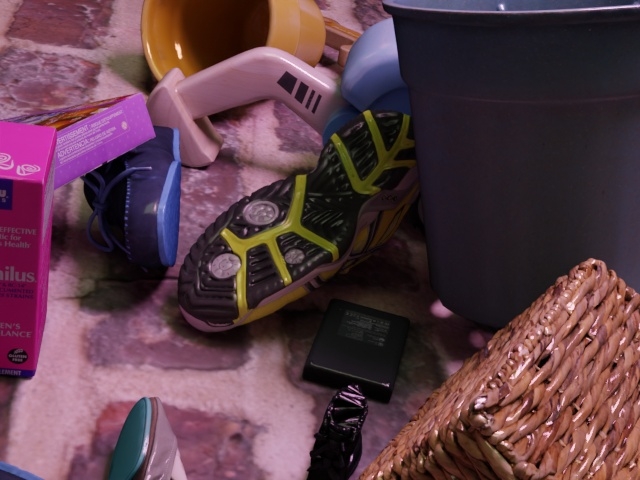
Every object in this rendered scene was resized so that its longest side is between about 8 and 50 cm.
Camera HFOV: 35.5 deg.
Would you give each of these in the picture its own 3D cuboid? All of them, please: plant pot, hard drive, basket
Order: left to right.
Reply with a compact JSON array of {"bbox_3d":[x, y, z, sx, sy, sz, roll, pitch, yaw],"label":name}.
[{"bbox_3d":[-0.117,-0.336,1.605,0.254,0.254,0.239,27,17,25],"label":"plant pot"},{"bbox_3d":[0.041,0.115,1.074,0.094,0.022,0.135,15,29,6],"label":"hard drive"},{"bbox_3d":[0.241,-0.100,1.078,0.341,0.334,0.341,-3,20,1],"label":"plant pot"},{"bbox_3d":[0.197,0.198,0.877,0.213,0.223,0.299,46,40,6],"label":"basket"}]

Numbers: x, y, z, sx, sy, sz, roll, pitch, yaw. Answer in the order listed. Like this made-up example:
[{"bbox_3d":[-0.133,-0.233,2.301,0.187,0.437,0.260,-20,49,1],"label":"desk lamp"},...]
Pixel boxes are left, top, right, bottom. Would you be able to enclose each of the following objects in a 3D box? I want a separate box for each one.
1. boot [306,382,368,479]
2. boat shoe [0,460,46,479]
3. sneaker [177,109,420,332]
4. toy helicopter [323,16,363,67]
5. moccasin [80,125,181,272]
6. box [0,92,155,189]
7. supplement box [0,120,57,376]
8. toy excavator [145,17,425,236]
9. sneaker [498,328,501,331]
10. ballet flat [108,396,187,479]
[{"bbox_3d":[0.018,0.171,0.891,0.045,0.099,0.121,18,30,8],"label":"boot"},{"bbox_3d":[-0.267,0.213,0.735,0.258,0.109,0.089,4,51,26],"label":"boat shoe"},{"bbox_3d":[0.000,0.000,1.160,0.145,0.147,0.384,34,55,30],"label":"sneaker"},{"bbox_3d":[0.101,-0.341,1.780,0.235,0.140,0.355,-16,37,-43],"label":"toy helicopter"},{"bbox_3d":[-0.225,-0.049,1.185,0.117,0.138,0.342,2,17,-9],"label":"moccasin"},{"bbox_3d":[-0.360,-0.092,1.119,0.293,0.057,0.201,-5,21,31],"label":"box"},{"bbox_3d":[-0.312,0.007,0.932,0.111,0.220,0.114,5,30,-11],"label":"supplement box"},{"bbox_3d":[0.044,-0.188,1.364,0.445,0.433,0.222,38,28,-12],"label":"toy excavator"},{"bbox_3d":[0.259,0.086,1.146,0.090,0.081,0.232,24,32,12],"label":"sneaker"},{"bbox_3d":[-0.140,0.215,0.809,0.068,0.072,0.213,34,25,-18],"label":"ballet flat"}]
